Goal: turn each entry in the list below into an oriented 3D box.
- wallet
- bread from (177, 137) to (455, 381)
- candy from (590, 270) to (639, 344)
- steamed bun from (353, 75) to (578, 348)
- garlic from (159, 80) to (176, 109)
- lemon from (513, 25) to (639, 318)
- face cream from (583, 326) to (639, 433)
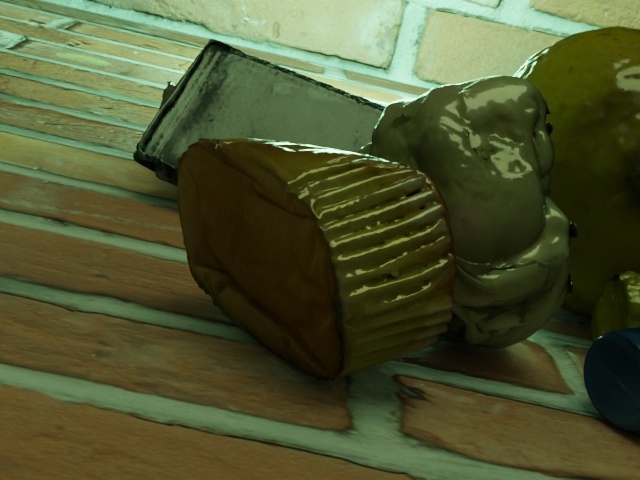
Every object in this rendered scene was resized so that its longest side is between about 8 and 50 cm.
[{"bbox_3d":[-0.033,-0.106,1.785,0.342,0.075,0.237,22,50,6],"label":"wallet"},{"bbox_3d":[0.000,0.000,1.300,0.156,0.204,0.288,-16,20,-31],"label":"bread"},{"bbox_3d":[0.387,0.103,1.494,0.199,0.106,0.094,15,-6,-12],"label":"candy"},{"bbox_3d":[0.113,-0.023,1.449,0.207,0.267,0.280,-5,1,-14],"label":"steamed bun"},{"bbox_3d":[-0.112,-0.134,1.965,0.292,0.210,0.237,12,-21,13],"label":"garlic"},{"bbox_3d":[0.352,-0.077,1.652,0.350,0.349,0.387,15,1,6],"label":"lemon"},{"bbox_3d":[0.380,0.137,1.373,0.264,0.083,0.149,5,29,-30],"label":"face cream"}]
